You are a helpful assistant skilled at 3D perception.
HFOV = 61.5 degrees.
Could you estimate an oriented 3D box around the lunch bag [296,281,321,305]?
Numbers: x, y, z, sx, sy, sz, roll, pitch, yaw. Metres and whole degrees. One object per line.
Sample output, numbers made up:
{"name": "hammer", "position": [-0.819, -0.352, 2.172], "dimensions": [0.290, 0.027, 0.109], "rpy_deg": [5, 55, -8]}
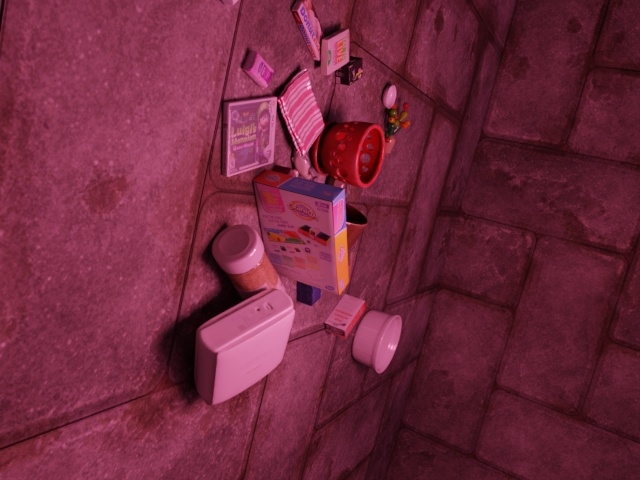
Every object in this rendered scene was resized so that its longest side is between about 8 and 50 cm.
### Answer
{"name": "lunch bag", "position": [-0.034, 0.165, 1.788], "dimensions": [0.065, 0.067, 0.098], "rpy_deg": [-38, 139, -48]}

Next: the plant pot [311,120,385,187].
{"name": "plant pot", "position": [0.079, -0.269, 1.619], "dimensions": [0.191, 0.174, 0.191], "rpy_deg": [-42, 142, -46]}

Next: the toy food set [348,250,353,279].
{"name": "toy food set", "position": [0.052, 0.092, 1.958], "dimensions": [0.192, 0.039, 0.132], "rpy_deg": [5, 94, -58]}

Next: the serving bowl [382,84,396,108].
{"name": "serving bowl", "position": [0.245, -0.522, 1.952], "dimensions": [0.083, 0.027, 0.083], "rpy_deg": [-42, 141, -47]}

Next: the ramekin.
{"name": "ramekin", "position": [0.255, 0.450, 2.453], "dimensions": [0.277, 0.135, 0.277], "rpy_deg": [-42, 142, -46]}

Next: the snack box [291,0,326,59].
{"name": "snack box", "position": [-0.025, -0.558, 1.408], "dimensions": [0.064, 0.022, 0.178], "rpy_deg": [-65, 154, -15]}

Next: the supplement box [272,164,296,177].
{"name": "supplement box", "position": [-0.097, -0.163, 1.478], "dimensions": [0.043, 0.055, 0.083], "rpy_deg": [-64, 153, -20]}

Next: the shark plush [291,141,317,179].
{"name": "shark plush", "position": [-0.061, -0.240, 1.539], "dimensions": [0.161, 0.073, 0.067], "rpy_deg": [62, 27, -29]}

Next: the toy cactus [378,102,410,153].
{"name": "toy cactus", "position": [0.274, -0.410, 2.016], "dimensions": [0.219, 0.112, 0.180], "rpy_deg": [-57, 161, -45]}

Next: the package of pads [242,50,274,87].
{"name": "package of pads", "position": [-0.146, -0.400, 1.261], "dimensions": [0.050, 0.032, 0.083], "rpy_deg": [-67, 154, -5]}

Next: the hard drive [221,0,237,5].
{"name": "hard drive", "position": [-0.135, -0.668, 1.105], "dimensions": [0.318, 0.040, 0.210], "rpy_deg": [-57, 150, -28]}

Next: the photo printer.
{"name": "photo printer", "position": [-0.201, 0.286, 1.385], "dimensions": [0.256, 0.107, 0.307], "rpy_deg": [-26, 149, -34]}

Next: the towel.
{"name": "towel", "position": [-0.046, -0.342, 1.453], "dimensions": [0.144, 0.029, 0.197], "rpy_deg": [-60, 143, -34]}

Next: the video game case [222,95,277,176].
{"name": "video game case", "position": [-0.171, -0.257, 1.312], "dimensions": [0.190, 0.022, 0.173], "rpy_deg": [-30, 131, -54]}

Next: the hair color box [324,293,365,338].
{"name": "hair color box", "position": [0.096, 0.293, 2.094], "dimensions": [0.167, 0.093, 0.053], "rpy_deg": [-49, 145, -38]}

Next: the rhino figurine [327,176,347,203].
{"name": "rhino figurine", "position": [0.091, -0.246, 1.774], "dimensions": [0.243, 0.073, 0.106], "rpy_deg": [-67, 157, -14]}

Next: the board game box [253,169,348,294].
{"name": "board game box", "position": [-0.047, -0.019, 1.454], "dimensions": [0.064, 0.242, 0.316], "rpy_deg": [-49, 146, -42]}

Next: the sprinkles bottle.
{"name": "sprinkles bottle", "position": [-0.170, 0.107, 1.428], "dimensions": [0.121, 0.121, 0.355], "rpy_deg": [-59, 151, -26]}

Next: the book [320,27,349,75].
{"name": "book", "position": [0.040, -0.533, 1.512], "dimensions": [0.144, 0.035, 0.096], "rpy_deg": [-51, 151, -48]}

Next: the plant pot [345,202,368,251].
{"name": "plant pot", "position": [0.000, 0.000, 1.631], "dimensions": [0.215, 0.215, 0.230], "rpy_deg": [-12, 130, -61]}

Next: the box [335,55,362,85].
{"name": "box", "position": [0.086, -0.512, 1.621], "dimensions": [0.083, 0.052, 0.062], "rpy_deg": [-45, 144, -41]}
